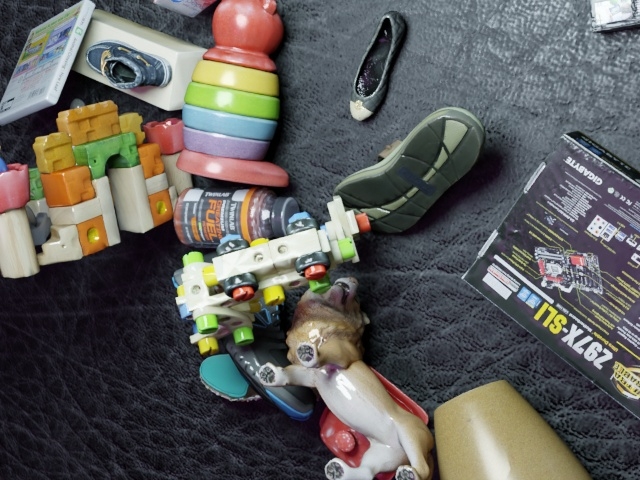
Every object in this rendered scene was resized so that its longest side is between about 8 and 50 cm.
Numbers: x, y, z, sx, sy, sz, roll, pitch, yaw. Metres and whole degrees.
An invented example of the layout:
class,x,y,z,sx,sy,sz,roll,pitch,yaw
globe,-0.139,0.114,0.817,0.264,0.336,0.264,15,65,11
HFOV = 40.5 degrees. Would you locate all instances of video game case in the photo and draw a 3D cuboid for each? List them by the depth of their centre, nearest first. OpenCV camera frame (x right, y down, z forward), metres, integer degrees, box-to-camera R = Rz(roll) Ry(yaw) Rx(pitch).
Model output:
class,x,y,z,sx,sy,sz,roll,pitch,yaw
video game case,-0.471,-0.299,1.475,0.212,0.023,0.193,-6,62,48

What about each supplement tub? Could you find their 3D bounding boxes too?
class,x,y,z,sx,sy,sz,roll,pitch,yaw
supplement tub,-0.136,-0.038,1.440,0.198,0.106,0.106,1,100,23

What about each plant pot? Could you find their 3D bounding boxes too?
class,x,y,z,sx,sy,sz,roll,pitch,yaw
plant pot,0.267,0.337,1.229,0.237,0.237,0.254,-35,65,31

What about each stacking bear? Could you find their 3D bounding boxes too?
class,x,y,z,sx,sy,sz,roll,pitch,yaw
stacking bear,-0.130,-0.244,1.376,0.175,0.164,0.289,17,101,40

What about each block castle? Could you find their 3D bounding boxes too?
class,x,y,z,sx,sy,sz,roll,pitch,yaw
block castle,-0.436,-0.108,1.411,0.303,0.453,0.213,2,108,31

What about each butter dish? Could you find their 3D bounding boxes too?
class,x,y,z,sx,sy,sz,roll,pitch,yaw
butter dish,0.063,0.303,1.384,0.160,0.118,0.160,37,115,19

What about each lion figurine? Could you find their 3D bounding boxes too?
class,x,y,z,sx,sy,sz,roll,pitch,yaw
lion figurine,0.062,0.235,1.280,0.142,0.240,0.392,-39,72,22

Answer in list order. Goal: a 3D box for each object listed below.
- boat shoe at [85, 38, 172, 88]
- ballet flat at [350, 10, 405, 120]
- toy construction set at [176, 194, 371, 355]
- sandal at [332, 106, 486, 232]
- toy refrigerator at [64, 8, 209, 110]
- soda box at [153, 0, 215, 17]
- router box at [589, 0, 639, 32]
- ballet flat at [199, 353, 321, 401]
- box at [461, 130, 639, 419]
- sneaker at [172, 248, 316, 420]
class,x,y,z,sx,sy,sz,roll,pitch,yaw
boat shoe,-0.336,-0.290,1.420,0.183,0.083,0.065,17,111,29
ballet flat,0.078,-0.263,1.308,0.057,0.049,0.173,29,113,24
toy construction set,-0.065,0.048,1.262,0.327,0.215,0.151,-30,66,-4
sandal,0.136,-0.103,1.279,0.120,0.086,0.303,40,137,-14
toy refrigerator,-0.325,-0.319,1.515,0.269,0.094,0.102,25,115,27
soda box,-0.227,-0.493,1.382,0.092,0.083,0.263,-26,67,32
router box,0.429,-0.341,1.087,0.179,0.046,0.133,-3,98,31
ballet flat,-0.098,0.247,1.494,0.241,0.077,0.091,2,59,31
box,0.391,0.045,1.166,0.322,0.079,0.257,39,118,19
sneaker,-0.102,0.139,1.414,0.139,0.125,0.341,-35,66,-14
